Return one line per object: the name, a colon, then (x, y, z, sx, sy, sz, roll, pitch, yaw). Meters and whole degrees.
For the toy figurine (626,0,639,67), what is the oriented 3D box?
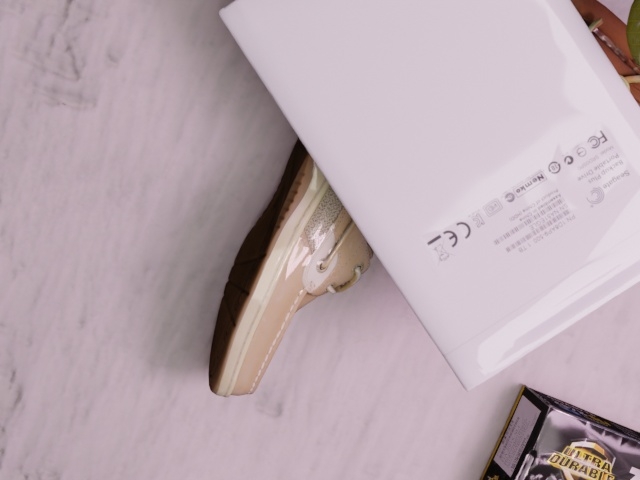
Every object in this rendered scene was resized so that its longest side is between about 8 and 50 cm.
toy figurine: (0.240, -0.255, 1.565, 0.217, 0.191, 0.362, 5, 65, 24)

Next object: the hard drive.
hard drive: (0.114, -0.093, 1.515, 0.233, 0.047, 0.353, -33, 91, 6)

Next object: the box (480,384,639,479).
box: (0.277, 0.306, 1.730, 0.322, 0.079, 0.257, 22, 95, -14)

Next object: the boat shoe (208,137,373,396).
boat shoe: (0.000, 0.000, 1.601, 0.098, 0.109, 0.302, 25, 90, -13)

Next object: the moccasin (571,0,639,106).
moccasin: (0.228, -0.090, 1.598, 0.380, 0.147, 0.139, 42, 111, -18)
